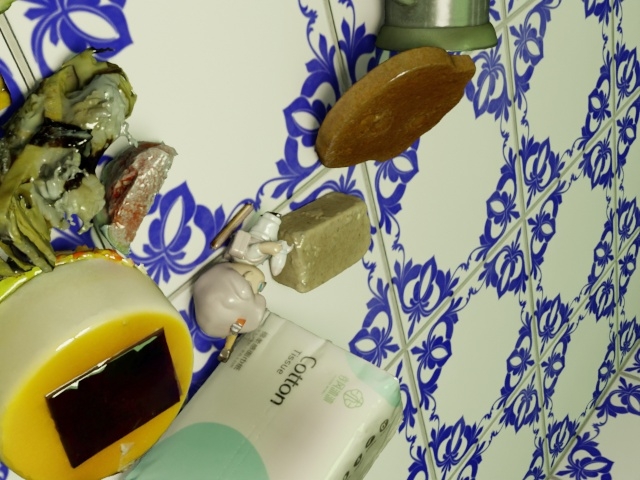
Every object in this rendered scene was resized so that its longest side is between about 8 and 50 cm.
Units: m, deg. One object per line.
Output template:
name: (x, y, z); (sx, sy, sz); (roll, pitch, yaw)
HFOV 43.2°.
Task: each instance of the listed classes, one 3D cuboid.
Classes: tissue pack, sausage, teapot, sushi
tissue pack: (-0.076, 0.315, 1.197); (0.356, 0.266, 0.194); (-51, 150, -25)
sausage: (-0.132, -0.022, 1.211); (0.100, 0.015, 0.015); (-51, 137, -25)
teapot: (0.167, -0.468, 1.253); (0.270, 0.200, 0.337); (-23, 119, -45)
sushi: (-0.280, -0.082, 0.895); (0.139, 0.131, 0.291); (70, 22, -45)

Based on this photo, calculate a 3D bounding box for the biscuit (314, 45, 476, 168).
biscuit: (0.115, -0.210, 1.283); (0.257, 0.049, 0.273); (-12, 158, -41)

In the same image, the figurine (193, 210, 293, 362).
figurine: (-0.120, 0.060, 1.183); (0.112, 0.137, 0.229); (29, 75, -19)

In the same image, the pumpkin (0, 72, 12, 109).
pumpkin: (-0.426, -0.126, 0.767); (0.254, 0.149, 0.130); (-26, 170, -10)

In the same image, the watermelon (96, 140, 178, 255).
watermelon: (-0.223, -0.082, 0.988); (0.071, 0.139, 0.187); (28, 45, -20)

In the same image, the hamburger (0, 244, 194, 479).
hamburger: (-0.291, 0.143, 0.955); (0.276, 0.179, 0.294); (-32, 134, -28)

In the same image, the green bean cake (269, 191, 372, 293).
green bean cake: (0.000, 0.000, 1.322); (0.179, 0.085, 0.109); (-27, 123, -40)

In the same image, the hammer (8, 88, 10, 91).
hammer: (-0.387, -0.046, 0.890); (0.103, 0.029, 0.246); (-18, 119, -46)

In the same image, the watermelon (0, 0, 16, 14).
watermelon: (-0.378, -0.346, 0.662); (0.331, 0.189, 0.331); (-40, 137, -51)
